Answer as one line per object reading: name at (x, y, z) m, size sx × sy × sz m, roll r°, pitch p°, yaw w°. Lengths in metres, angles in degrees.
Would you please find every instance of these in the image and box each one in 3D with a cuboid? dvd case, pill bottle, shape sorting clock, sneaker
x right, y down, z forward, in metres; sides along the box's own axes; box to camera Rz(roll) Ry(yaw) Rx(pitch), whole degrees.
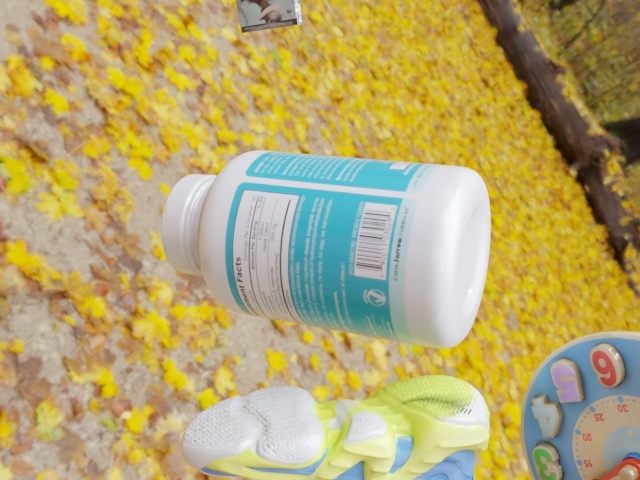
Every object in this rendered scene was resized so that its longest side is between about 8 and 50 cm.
dvd case at (-0.068, -0.308, 0.906) m, size 0.013 × 0.087 × 0.119 m, roll -35°, pitch 121°, yaw -51°
pill bottle at (0.000, 0.000, 0.655) m, size 0.146 × 0.264 × 0.146 m, roll 8°, pitch 90°, yaw -66°
shape sorting clock at (0.241, 0.170, 0.586) m, size 0.040 × 0.206 × 0.206 m, roll -21°, pitch 81°, yaw -42°
sneaker at (0.015, 0.183, 0.608) m, size 0.091 × 0.240 × 0.126 m, roll -82°, pitch 164°, yaw -66°
